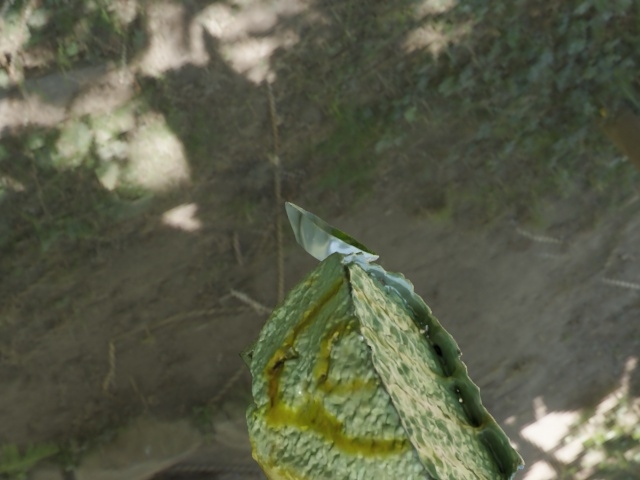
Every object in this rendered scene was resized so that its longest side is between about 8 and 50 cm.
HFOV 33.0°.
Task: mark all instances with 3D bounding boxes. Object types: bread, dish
[{"bbox_3d":[0.018,0.094,0.523,0.110,0.156,0.103,-39,134,16],"label":"bread"},{"bbox_3d":[0.000,0.000,1.245,0.091,0.137,0.039,24,97,-44],"label":"dish"}]

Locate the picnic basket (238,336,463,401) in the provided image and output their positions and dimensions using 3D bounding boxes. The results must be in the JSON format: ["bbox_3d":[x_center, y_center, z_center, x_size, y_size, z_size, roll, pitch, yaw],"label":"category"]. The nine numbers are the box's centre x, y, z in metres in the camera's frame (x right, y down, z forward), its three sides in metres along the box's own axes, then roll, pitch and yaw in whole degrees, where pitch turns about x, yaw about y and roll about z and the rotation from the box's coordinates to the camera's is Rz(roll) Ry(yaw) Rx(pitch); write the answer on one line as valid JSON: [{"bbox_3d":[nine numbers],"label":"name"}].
[{"bbox_3d":[0.048,0.148,1.067,0.154,0.196,0.134,-40,149,1],"label":"picnic basket"}]
